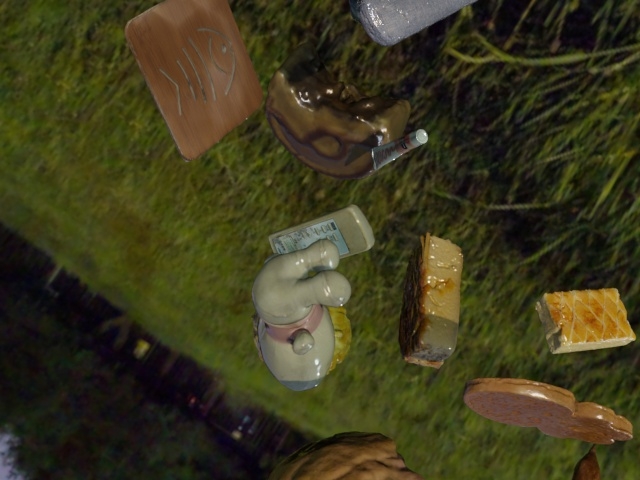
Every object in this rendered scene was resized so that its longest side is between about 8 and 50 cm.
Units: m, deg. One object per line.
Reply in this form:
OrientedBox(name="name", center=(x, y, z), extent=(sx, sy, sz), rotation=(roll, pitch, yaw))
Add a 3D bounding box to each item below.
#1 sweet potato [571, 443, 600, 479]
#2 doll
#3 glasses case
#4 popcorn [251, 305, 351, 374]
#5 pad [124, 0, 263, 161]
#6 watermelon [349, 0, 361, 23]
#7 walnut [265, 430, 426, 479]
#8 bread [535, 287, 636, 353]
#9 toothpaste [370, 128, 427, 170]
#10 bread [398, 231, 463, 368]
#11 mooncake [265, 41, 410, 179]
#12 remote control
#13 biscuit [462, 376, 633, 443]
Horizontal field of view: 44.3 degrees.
OrientedBox(name="sweet potato", center=(0.483, 0.415, 1.419), extent=(0.049, 0.117, 0.049), rotation=(20, 142, 17))
OrientedBox(name="doll", center=(-0.037, 0.106, 1.022), extent=(0.275, 0.113, 0.154), rotation=(101, 157, -52))
OrientedBox(name="glasses case", center=(0.180, -0.427, 1.361), extent=(0.109, 0.282, 0.067), rotation=(61, 154, -9))
OrientedBox(name="popcorn", center=(-0.058, 0.255, 2.181), extent=(0.282, 0.282, 0.247), rotation=(18, 131, 54))
OrientedBox(name="pad", center=(-0.232, -0.337, 1.532), extent=(0.018, 0.284, 0.286), rotation=(2, 125, 36))
OrientedBox(name="watermelon", center=(0.151, -0.525, 1.511), extent=(0.305, 0.224, 0.180), rotation=(65, -172, -70))
OrientedBox(name="walnut", center=(0.015, 0.274, 0.816), extent=(0.204, 0.141, 0.238), rotation=(-4, 170, -12))
OrientedBox(name="bread", center=(0.567, 0.169, 1.686), extent=(0.188, 0.125, 0.068), rotation=(-3, 151, -18))
OrientedBox(name="toothpaste", center=(0.181, -0.219, 1.870), extent=(0.036, 0.056, 0.205), rotation=(-5, 172, -30))
OrientedBox(name="bread", center=(0.252, 0.143, 1.810), extent=(0.114, 0.274, 0.184), rotation=(8, 157, -3))
OrientedBox(name="mooncake", center=(0.049, -0.370, 2.263), extent=(0.394, 0.246, 0.393), rotation=(-1, 129, 40))
OrientedBox(name="remote control", center=(0.000, 0.000, 1.609), extent=(0.233, 0.038, 0.098), rotation=(-18, 103, 36))
OrientedBox(name="biscuit", center=(0.379, 0.283, 1.320), extent=(0.289, 0.044, 0.202), rotation=(15, 155, -5))
